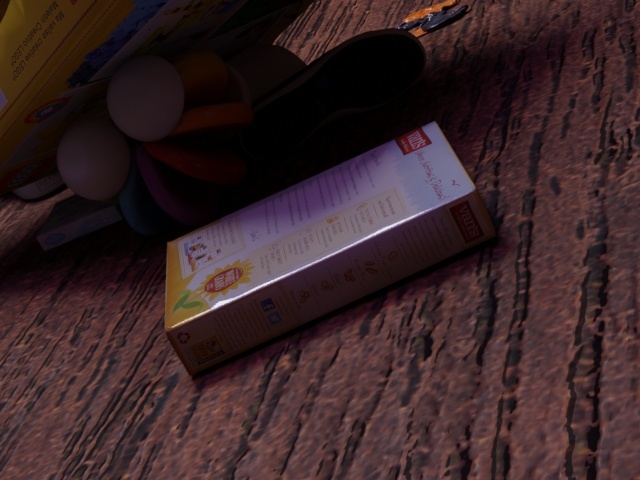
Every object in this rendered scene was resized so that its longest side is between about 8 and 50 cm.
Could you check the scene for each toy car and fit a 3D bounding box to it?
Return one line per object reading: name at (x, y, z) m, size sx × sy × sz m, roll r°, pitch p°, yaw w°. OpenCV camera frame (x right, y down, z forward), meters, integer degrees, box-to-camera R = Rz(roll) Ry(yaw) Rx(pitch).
toy car at (-0.132, -0.079, 1.247) m, size 0.182 × 0.136 × 0.159 m, roll -45°, pitch -18°, yaw 27°

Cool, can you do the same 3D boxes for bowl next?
bowl at (-0.098, -0.144, 1.403) m, size 0.142 × 0.053 × 0.142 m, roll -40°, pitch 3°, yaw -41°

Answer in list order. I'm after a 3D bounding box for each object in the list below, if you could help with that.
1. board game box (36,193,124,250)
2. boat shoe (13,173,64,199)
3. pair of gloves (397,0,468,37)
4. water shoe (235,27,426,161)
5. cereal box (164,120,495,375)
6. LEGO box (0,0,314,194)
board game box at (-0.238, -0.030, 1.410) m, size 0.090 × 0.020 × 0.090 m, roll -21°, pitch 21°, yaw 12°
boat shoe at (-0.383, -0.118, 1.679) m, size 0.109 × 0.094 × 0.302 m, roll -36°, pitch 23°, yaw -25°
pair of gloves at (0.123, -0.247, 1.521) m, size 0.074 × 0.010 × 0.083 m, roll -26°, pitch 22°, yaw -1°
water shoe at (0.004, -0.149, 1.341) m, size 0.203 × 0.073 × 0.080 m, roll -28°, pitch 17°, yaw -6°
cereal box at (0.000, 0.000, 1.027) m, size 0.240 × 0.047 × 0.173 m, roll -24°, pitch 21°, yaw 5°
LEGO box at (-0.181, -0.254, 1.299) m, size 0.372 × 0.193 × 0.500 m, roll -28°, pitch -6°, yaw -41°
